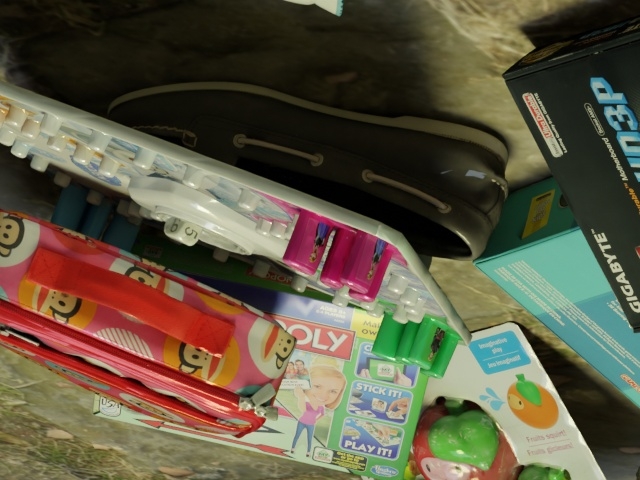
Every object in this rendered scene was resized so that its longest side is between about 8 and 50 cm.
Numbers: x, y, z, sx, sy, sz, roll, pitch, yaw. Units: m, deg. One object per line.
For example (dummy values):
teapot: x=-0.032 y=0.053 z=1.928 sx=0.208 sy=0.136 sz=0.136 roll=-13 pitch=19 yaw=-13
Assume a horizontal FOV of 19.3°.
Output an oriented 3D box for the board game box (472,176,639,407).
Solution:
board game box: x=0.324 y=0.025 z=1.457 sx=0.254 sy=0.079 sz=0.336 roll=40 pitch=145 yaw=-22

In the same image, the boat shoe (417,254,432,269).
boat shoe: x=0.000 y=0.000 z=1.630 sx=0.183 sy=0.065 sz=0.083 roll=24 pitch=155 yaw=-20

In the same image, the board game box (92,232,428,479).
board game box: x=-0.055 y=0.114 z=1.815 sx=0.317 sy=0.046 sz=0.213 roll=12 pitch=130 yaw=2

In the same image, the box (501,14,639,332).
box: x=0.247 y=-0.049 z=1.299 sx=0.175 sy=0.051 sz=0.220 roll=-13 pitch=111 yaw=48

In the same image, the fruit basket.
fruit basket: x=0.163 y=0.266 z=1.914 sx=0.327 sy=0.165 sz=0.353 roll=-18 pitch=111 yaw=48

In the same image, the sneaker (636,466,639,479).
sneaker: x=0.436 y=0.171 z=1.630 sx=0.330 sy=0.147 sz=0.130 roll=-19 pitch=103 yaw=17

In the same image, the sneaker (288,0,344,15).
sneaker: x=-0.021 y=-0.220 z=1.170 sx=0.092 sy=0.087 sz=0.229 roll=13 pitch=153 yaw=5

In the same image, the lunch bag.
lunch bag: x=-0.167 y=0.070 z=1.622 sx=0.293 sy=0.120 sz=0.258 roll=23 pitch=169 yaw=-6

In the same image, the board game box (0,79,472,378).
board game box: x=-0.092 y=-0.007 z=1.475 sx=0.390 sy=0.050 sz=0.390 roll=21 pitch=171 yaw=16

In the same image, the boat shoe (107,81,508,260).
boat shoe: x=-0.019 y=-0.053 z=1.495 sx=0.335 sy=0.095 sz=0.112 roll=8 pitch=154 yaw=11
